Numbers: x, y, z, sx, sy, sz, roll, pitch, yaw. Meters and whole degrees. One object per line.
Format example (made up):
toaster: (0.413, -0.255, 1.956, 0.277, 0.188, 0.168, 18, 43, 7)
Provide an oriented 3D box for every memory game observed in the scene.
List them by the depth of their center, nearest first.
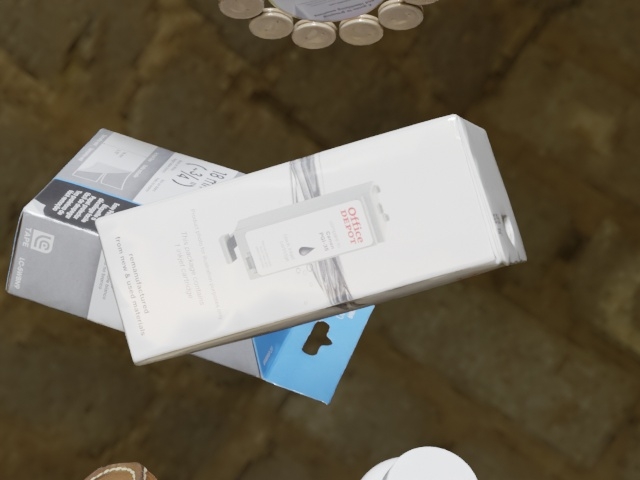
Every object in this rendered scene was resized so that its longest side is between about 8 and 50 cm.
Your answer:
memory game: (0.006, -0.202, 1.471, 0.186, 0.012, 0.186, -1, -27, 0)

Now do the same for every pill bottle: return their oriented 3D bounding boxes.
pill bottle: (0.059, 0.214, 1.372, 0.094, 0.094, 0.169, 34, -32, 5)

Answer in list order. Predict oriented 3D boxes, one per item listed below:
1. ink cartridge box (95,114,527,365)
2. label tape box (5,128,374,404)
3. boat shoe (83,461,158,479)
ink cartridge box: (0.000, 0.000, 1.442, 0.207, 0.283, 0.117, -1, 75, -79)
label tape box: (-0.112, 0.017, 1.898, 0.334, 0.106, 0.240, 18, 26, 5)
boat shoe: (-0.193, 0.229, 1.075, 0.123, 0.324, 0.120, -17, -66, 38)
